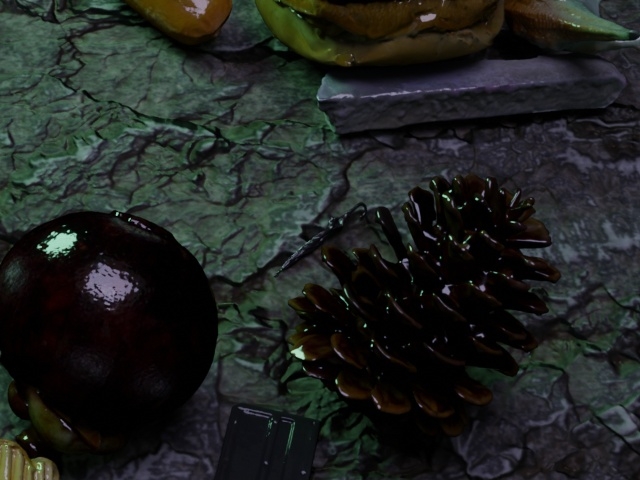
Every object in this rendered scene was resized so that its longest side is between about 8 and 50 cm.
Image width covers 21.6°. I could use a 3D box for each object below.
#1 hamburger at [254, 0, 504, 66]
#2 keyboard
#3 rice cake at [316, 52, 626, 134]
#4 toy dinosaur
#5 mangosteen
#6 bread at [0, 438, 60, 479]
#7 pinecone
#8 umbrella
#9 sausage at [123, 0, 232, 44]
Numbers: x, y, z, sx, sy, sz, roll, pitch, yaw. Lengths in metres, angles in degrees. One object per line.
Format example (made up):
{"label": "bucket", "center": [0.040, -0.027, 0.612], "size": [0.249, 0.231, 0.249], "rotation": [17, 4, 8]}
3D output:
{"label": "hamburger", "center": [0.071, -0.318, 2.021], "size": [0.304, 0.174, 0.284], "rotation": [-8, 36, -16]}
{"label": "keyboard", "center": [-0.073, 0.314, 1.588], "size": [0.103, 0.041, 0.381], "rotation": [13, 43, 0]}
{"label": "rice cake", "center": [0.177, -0.180, 2.023], "size": [0.399, 0.064, 0.070], "rotation": [-6, 42, -16]}
{"label": "toy dinosaur", "center": [0.325, -0.269, 2.039], "size": [0.205, 0.092, 0.393], "rotation": [2, 24, -4]}
{"label": "mangosteen", "center": [-0.222, 0.101, 1.633], "size": [0.228, 0.228, 0.265], "rotation": [24, 90, 8]}
{"label": "bread", "center": [-0.349, 0.262, 1.477], "size": [0.250, 0.179, 0.133], "rotation": [3, 55, -9]}
{"label": "pinecone", "center": [0.112, 0.054, 1.682], "size": [0.246, 0.292, 0.246], "rotation": [31, 24, -16]}
{"label": "umbrella", "center": [-0.001, -0.004, 1.870], "size": [0.149, 0.022, 0.022], "rotation": [-34, 27, -32]}
{"label": "sausage", "center": [-0.202, -0.321, 2.044], "size": [0.238, 0.098, 0.098], "rotation": [40, 54, 23]}
